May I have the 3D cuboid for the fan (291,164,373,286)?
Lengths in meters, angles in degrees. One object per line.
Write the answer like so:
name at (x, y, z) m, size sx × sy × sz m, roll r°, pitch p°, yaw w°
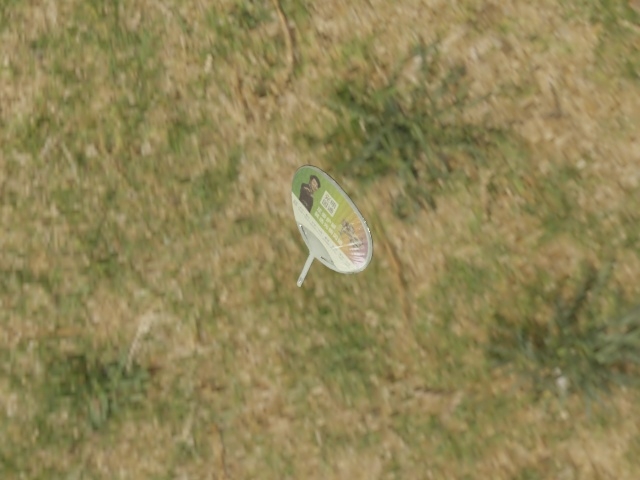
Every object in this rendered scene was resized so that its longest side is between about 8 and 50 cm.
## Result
fan at (-0.002, -0.009, 0.844) m, size 0.003 × 0.080 × 0.060 m, roll -26°, pitch 95°, yaw -34°
